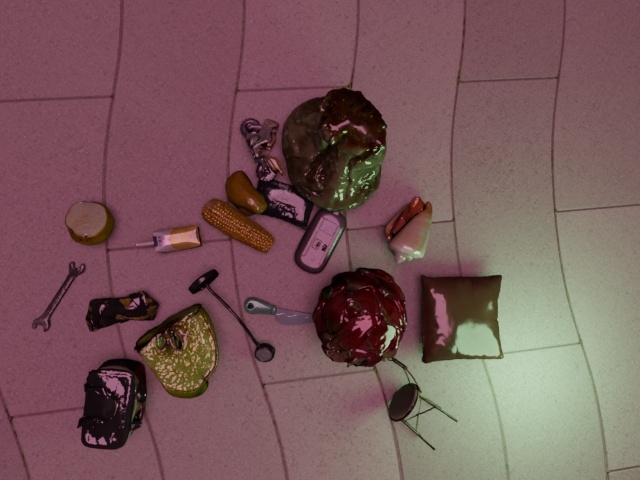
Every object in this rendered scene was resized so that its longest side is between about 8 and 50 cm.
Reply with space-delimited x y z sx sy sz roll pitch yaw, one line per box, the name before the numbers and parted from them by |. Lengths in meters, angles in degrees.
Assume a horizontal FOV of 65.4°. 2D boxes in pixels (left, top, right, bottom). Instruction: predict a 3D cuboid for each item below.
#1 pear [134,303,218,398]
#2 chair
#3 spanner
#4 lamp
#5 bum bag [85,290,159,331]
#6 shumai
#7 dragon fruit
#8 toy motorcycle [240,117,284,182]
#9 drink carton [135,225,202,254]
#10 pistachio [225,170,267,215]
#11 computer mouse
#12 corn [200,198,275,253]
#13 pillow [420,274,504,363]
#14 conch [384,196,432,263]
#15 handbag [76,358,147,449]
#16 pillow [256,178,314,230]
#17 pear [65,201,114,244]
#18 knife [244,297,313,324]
pear | -0.420 0.359 1.590 0.238 0.164 0.256 -36 100 -17
chair | 0.291 0.539 1.696 0.325 0.160 0.170 40 83 -10
spanner | -0.836 0.178 1.595 0.054 0.015 0.255 31 85 -5
lamp | -0.271 0.241 1.656 0.371 0.109 0.130 42 114 -14
bum bag | -0.637 0.225 1.602 0.232 0.060 0.107 -12 100 -6
shumai | 0.066 -0.306 1.571 0.323 0.323 0.398 -20 87 -18
dragon fruit | 0.131 0.241 1.600 0.328 0.329 0.330 0 89 -9
toy motorcycle | -0.178 -0.312 1.656 0.129 0.094 0.229 -19 82 -7
drink carton | -0.491 0.001 1.619 0.199 0.074 0.084 -9 90 -8
pistachio | -0.252 -0.146 1.620 0.100 0.110 0.189 -47 61 23
computer mouse | 0.000 0.000 1.702 0.120 0.057 0.232 27 88 -7
corn | -0.272 -0.047 1.645 0.260 0.091 0.091 34 44 -7
pillow | 0.496 0.269 1.748 0.305 0.108 0.308 -1 89 -10
conch | 0.314 -0.022 1.735 0.158 0.127 0.255 27 61 21
handbag | -0.631 0.503 1.540 0.181 0.181 0.255 7 89 -8
pillow | -0.124 -0.131 1.684 0.208 0.055 0.142 18 89 -5
pear | -0.725 -0.049 1.572 0.140 0.104 0.141 6 65 -14
knife | -0.134 0.252 1.695 0.260 0.034 0.063 17 91 -11
